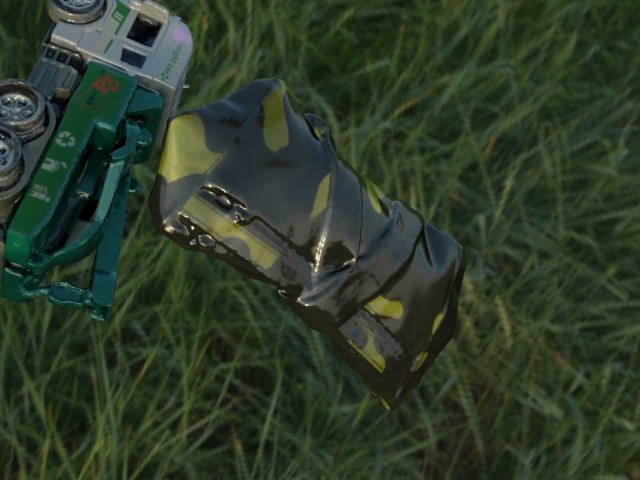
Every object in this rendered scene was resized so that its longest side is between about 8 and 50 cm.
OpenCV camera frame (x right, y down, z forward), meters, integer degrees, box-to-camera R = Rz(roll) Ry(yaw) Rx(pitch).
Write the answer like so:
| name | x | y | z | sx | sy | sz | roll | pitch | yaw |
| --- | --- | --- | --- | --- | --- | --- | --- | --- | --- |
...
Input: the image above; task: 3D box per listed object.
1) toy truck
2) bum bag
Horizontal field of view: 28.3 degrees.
| name | x | y | z | sx | sy | sz | roll | pitch | yaw |
| --- | --- | --- | --- | --- | --- | --- | --- | --- | --- |
| toy truck | -0.247 | -0.094 | 1.276 | 0.178 | 0.176 | 0.363 | 18 | 55 | -6 |
| bum bag | 0.000 | 0.000 | 0.684 | 0.232 | 0.060 | 0.107 | 43 | 71 | -37 |
